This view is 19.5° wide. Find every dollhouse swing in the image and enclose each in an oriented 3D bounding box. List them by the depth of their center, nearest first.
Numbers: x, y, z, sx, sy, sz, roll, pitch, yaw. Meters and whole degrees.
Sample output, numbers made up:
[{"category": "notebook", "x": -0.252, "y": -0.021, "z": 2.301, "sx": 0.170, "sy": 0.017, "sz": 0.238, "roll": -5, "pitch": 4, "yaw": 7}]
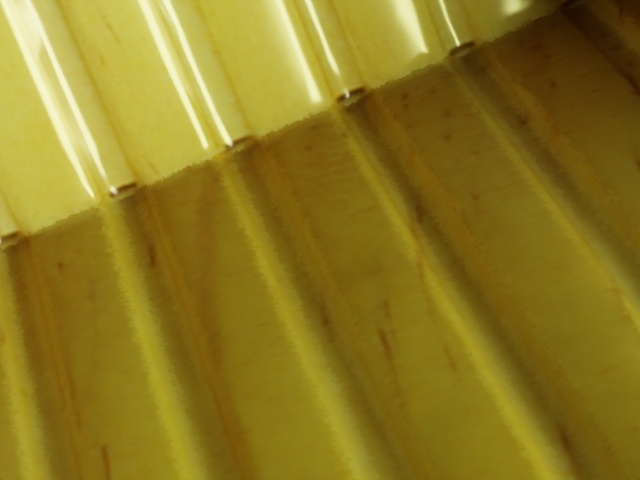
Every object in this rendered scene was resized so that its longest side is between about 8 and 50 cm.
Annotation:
[{"category": "dollhouse swing", "x": -0.048, "y": -0.099, "z": 0.440, "sx": 0.315, "sy": 0.347, "sz": 0.305, "roll": -117, "pitch": -175, "yaw": -57}]
